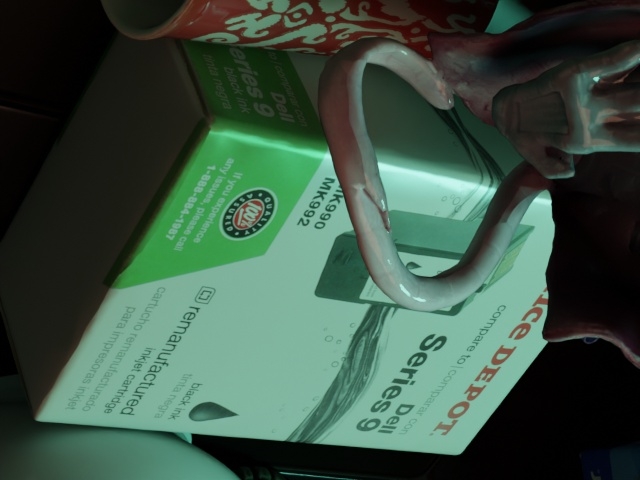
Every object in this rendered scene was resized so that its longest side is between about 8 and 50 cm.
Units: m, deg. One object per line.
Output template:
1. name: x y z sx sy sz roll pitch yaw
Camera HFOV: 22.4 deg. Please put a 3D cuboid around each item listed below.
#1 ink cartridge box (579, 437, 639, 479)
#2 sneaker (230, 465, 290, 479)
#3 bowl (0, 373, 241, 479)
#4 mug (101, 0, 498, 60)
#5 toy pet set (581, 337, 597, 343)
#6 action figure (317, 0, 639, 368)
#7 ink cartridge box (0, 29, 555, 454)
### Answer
1. ink cartridge box: 0.326 0.260 1.133 0.151 0.270 0.395 -6 172 -20
2. sneaker: -0.044 0.286 1.147 0.146 0.134 0.343 -21 139 -5
3. bowl: -0.152 0.166 0.931 0.298 0.134 0.298 3 151 2
4. mug: 0.003 -0.149 0.744 0.169 0.113 0.150 6 131 -36
5. toy pet set: 0.176 0.042 1.059 0.122 0.065 0.114 8 129 -33
6. action figure: 0.181 -0.043 0.810 0.276 0.370 0.248 -7 108 15
7. ink cartridge box: 0.000 0.000 0.883 0.289 0.121 0.211 9 128 -34
